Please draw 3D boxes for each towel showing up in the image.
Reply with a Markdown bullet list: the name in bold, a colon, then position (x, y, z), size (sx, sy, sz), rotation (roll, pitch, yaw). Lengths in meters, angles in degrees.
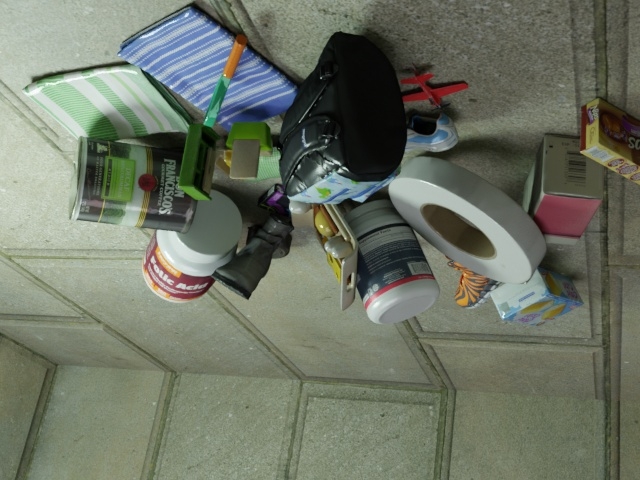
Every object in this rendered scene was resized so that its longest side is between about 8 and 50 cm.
- **towel**: position (-0.218, -0.338, 1.744), size (0.243, 0.040, 0.336), rotation (-14, 147, 40)
- **towel**: position (-0.477, -0.301, 1.920), size (0.325, 0.038, 0.248), rotation (-2, 153, 24)

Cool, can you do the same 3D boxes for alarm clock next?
- **alarm clock**: position (-0.149, 0.016, 2.474), size (0.129, 0.064, 0.192), rotation (6, 159, 7)

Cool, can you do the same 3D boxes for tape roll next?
- **tape roll**: position (0.335, -0.043, 1.950), size (0.392, 0.072, 0.392), rotation (34, 166, 10)

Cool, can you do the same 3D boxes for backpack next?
- **backpack**: position (0.035, -0.198, 1.672), size (0.273, 0.290, 0.355), rotation (4, 161, -33)

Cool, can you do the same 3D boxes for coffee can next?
- **coffee can**: position (-0.446, -0.130, 2.024), size (0.275, 0.201, 0.201), rotation (6, 158, -21)

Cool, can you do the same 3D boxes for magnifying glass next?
- **magnifying glass**: position (-0.191, -0.314, 1.677), size (0.026, 0.092, 0.231), rotation (20, 140, -14)

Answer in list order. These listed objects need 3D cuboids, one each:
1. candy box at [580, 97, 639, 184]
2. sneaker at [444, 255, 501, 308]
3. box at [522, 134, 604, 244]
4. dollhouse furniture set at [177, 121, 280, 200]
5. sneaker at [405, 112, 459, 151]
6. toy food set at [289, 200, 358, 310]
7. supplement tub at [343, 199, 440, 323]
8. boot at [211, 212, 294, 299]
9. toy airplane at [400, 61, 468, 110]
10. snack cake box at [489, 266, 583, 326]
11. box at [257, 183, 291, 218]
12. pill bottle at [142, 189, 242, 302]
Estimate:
- **candy box**: position (0.598, -0.193, 1.681), size (0.187, 0.109, 0.053), rotation (22, 153, -24)
- **sneaker**: position (0.411, 0.072, 2.348), size (0.180, 0.124, 0.321), rotation (19, 144, -11)
- **box**: position (0.525, -0.106, 1.850), size (0.127, 0.148, 0.232), rotation (6, 156, 5)
- **dollhouse furniture set**: position (-0.165, -0.146, 1.941), size (0.198, 0.151, 0.301), rotation (2, 167, 17)
- **sneaker**: position (0.181, -0.227, 1.811), size (0.237, 0.085, 0.086), rotation (-5, 126, 37)
- **toy food set**: position (0.000, 0.000, 2.089), size (0.092, 0.306, 0.219), rotation (-20, 145, -14)
- **supplement tub**: position (0.167, 0.055, 2.128), size (0.191, 0.272, 0.191), rotation (-18, 155, -9)
- **boot**: position (-0.168, 0.025, 2.214), size (0.118, 0.222, 0.338), rotation (34, -175, -3)
- **toy airplane**: position (0.214, -0.300, 1.682), size (0.151, 0.028, 0.151), rotation (6, 155, 3)
- **snack cake box**: position (0.601, 0.160, 2.349), size (0.152, 0.089, 0.264), rotation (-35, 152, 27)
- **box**: position (-0.072, -0.093, 2.240), size (0.162, 0.029, 0.116), rotation (18, 154, -20)
- **pill bottle**: position (-0.355, 0.018, 2.347), size (0.224, 0.224, 0.392), rotation (16, 155, -15)
